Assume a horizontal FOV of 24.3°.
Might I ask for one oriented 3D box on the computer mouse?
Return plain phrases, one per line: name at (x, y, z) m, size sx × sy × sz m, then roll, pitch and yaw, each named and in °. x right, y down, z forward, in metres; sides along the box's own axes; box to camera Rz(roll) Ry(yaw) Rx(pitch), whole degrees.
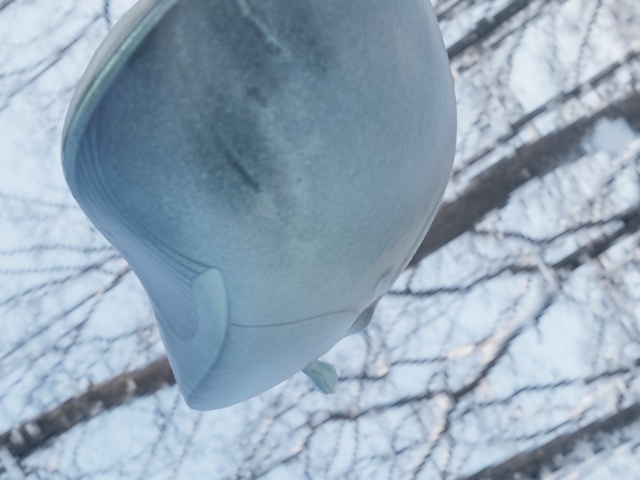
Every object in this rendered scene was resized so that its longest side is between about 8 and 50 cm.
computer mouse at (0.000, 0.000, 0.646) m, size 0.090 × 0.167 × 0.379 m, roll 40°, pitch 163°, yaw 24°
